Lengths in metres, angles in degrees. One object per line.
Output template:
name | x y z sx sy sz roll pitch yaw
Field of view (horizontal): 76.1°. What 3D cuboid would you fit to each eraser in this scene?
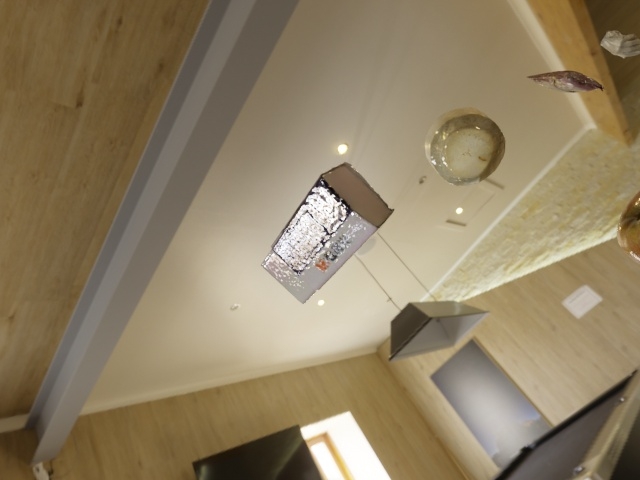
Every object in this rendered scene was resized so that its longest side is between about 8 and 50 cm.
eraser | 0.000 0.000 0.754 0.086 0.130 0.287 -40 -8 -44

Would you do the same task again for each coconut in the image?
coconut | 0.394 -0.261 1.132 0.202 0.202 0.222 -53 6 25

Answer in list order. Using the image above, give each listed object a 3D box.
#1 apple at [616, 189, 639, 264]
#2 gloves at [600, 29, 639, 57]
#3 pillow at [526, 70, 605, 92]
apple | 0.642 -0.024 0.714 0.188 0.174 0.188 -55 -17 -26
gloves | 0.537 -0.354 0.738 0.044 0.081 0.037 47 -117 -70
pillow | 0.607 -0.396 1.018 0.118 0.185 0.043 13 -68 -11
